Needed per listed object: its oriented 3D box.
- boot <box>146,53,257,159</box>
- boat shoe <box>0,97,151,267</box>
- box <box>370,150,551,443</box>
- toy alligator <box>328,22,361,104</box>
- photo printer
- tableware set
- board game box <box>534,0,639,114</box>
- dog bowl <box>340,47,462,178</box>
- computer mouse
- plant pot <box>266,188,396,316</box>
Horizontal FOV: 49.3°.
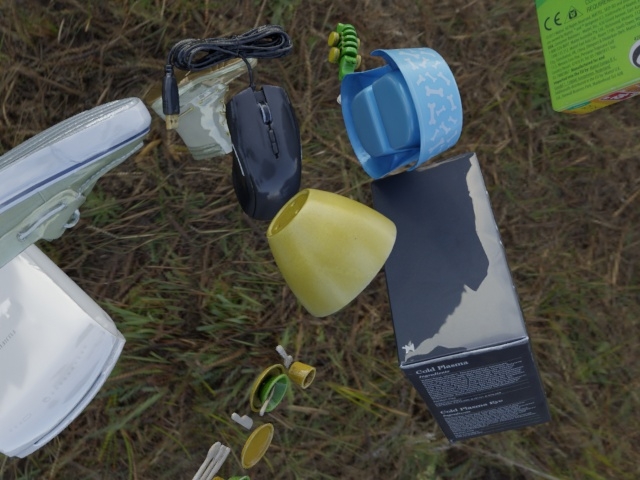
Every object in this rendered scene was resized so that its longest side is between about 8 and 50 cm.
[{"bbox_3d":[-0.179,-0.243,1.250,0.213,0.077,0.165,-24,130,13],"label":"boot"},{"bbox_3d":[-0.302,-0.044,0.731,0.302,0.109,0.094,-34,117,-11],"label":"boat shoe"},{"bbox_3d":[0.226,0.098,1.119,0.312,0.179,0.343,55,23,-50],"label":"box"},{"bbox_3d":[0.051,-0.342,1.307,0.056,0.051,0.189,9,63,-22],"label":"toy alligator"},{"bbox_3d":[-0.475,0.164,1.099,0.308,0.107,0.256,38,82,22],"label":"photo printer"},{"bbox_3d":[-0.054,0.177,0.644,0.154,0.024,0.104,-57,153,-17],"label":"tableware set"},{"bbox_3d":[0.160,-0.209,0.361,0.039,0.124,0.259,-4,83,-38],"label":"board game box"},{"bbox_3d":[0.111,-0.183,1.002,0.074,0.297,0.165,-19,94,-13],"label":"dog bowl"},{"bbox_3d":[-0.105,-0.138,0.897,0.184,0.060,0.261,-11,112,-26],"label":"computer mouse"},{"bbox_3d":[0.000,0.000,0.745,0.095,0.134,0.134,42,72,-19],"label":"plant pot"}]
